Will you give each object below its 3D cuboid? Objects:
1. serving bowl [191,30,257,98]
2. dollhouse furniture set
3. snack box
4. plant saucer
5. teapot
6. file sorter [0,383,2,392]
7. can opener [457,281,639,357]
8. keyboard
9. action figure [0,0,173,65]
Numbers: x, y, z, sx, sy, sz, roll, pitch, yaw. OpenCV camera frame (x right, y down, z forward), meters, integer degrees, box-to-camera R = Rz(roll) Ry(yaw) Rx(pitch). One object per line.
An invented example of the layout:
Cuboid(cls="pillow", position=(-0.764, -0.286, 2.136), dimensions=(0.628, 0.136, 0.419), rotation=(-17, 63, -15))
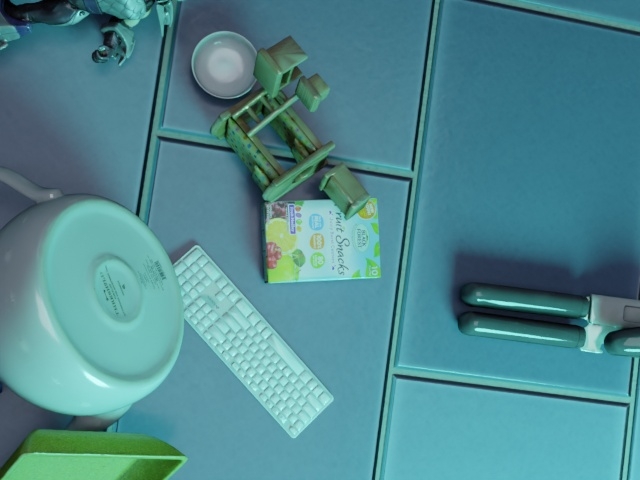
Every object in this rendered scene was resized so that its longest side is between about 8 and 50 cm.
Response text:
Cuboid(cls="serving bowl", position=(-0.117, -0.212, 1.160), dimensions=(0.083, 0.027, 0.083), rotation=(1, 87, -12))
Cuboid(cls="dollhouse furniture set", position=(-0.029, -0.107, 1.079), dimensions=(0.101, 0.161, 0.182), rotation=(-36, 80, -19))
Cuboid(cls="snack box", position=(0.000, 0.000, 1.165), dimensions=(0.141, 0.037, 0.100), rotation=(-2, 87, -11))
Cuboid(cls="plant saucer", position=(-0.270, 0.257, 1.018), dimensions=(0.188, 0.188, 0.045), rotation=(12, 45, -39))
Cuboid(cls="teapot", position=(-0.288, 0.076, 1.030), dimensions=(0.252, 0.187, 0.256), rotation=(40, 41, -43))
Cuboid(cls="file sorter", position=(-0.418, 0.125, 1.008), dimensions=(0.104, 0.170, 0.118), rotation=(-13, 89, -9))
Cuboid(cls="can opener", position=(0.320, 0.101, 1.193), dimensions=(0.283, 0.095, 0.076), rotation=(8, 84, -11))
Cuboid(cls="keyboard", position=(-0.092, 0.123, 1.152), dimensions=(0.072, 0.014, 0.256), rotation=(-42, 95, -11))
Cuboid(cls="action figure", position=(-0.280, -0.275, 1.072), dimensions=(0.285, 0.185, 0.099), rotation=(-4, 51, 2))
